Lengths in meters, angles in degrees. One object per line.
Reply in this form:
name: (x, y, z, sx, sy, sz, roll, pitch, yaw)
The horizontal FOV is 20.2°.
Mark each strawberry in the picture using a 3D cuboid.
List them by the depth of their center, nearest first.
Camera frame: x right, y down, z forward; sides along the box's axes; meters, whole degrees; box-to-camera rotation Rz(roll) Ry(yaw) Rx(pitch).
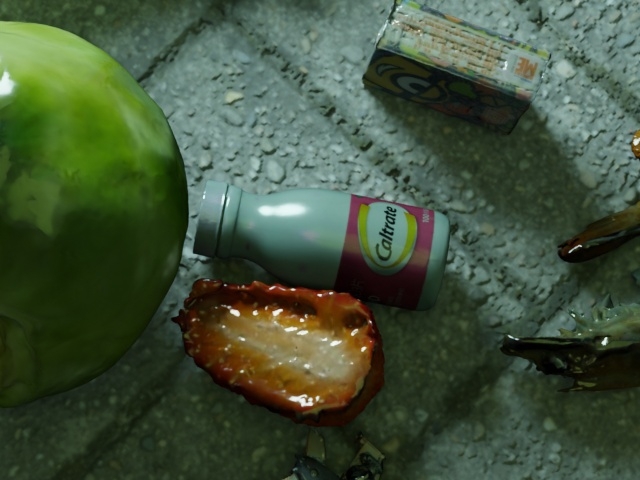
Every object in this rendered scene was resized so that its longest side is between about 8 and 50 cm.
strawberry: (-0.030, 0.089, 1.560, 0.188, 0.082, 0.121, 23, 87, 16)

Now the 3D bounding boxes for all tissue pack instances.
tissue pack: (0.118, -0.154, 1.593, 0.148, 0.108, 0.060, 20, 77, -1)

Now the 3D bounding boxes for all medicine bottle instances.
medicine bottle: (0.000, 0.000, 1.568, 0.217, 0.090, 0.090, 11, 81, -3)

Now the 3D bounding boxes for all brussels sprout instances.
brussels sprout: (-0.272, -0.032, 1.460, 0.344, 0.268, 0.344, 0, 84, 2)

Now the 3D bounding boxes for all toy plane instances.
toy plane: (0.042, 0.247, 1.550, 0.188, 0.062, 0.135, 39, 54, -1)

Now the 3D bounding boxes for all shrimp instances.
shrimp: (0.279, 0.046, 1.609, 0.253, 0.058, 0.173, -4, 74, -9)

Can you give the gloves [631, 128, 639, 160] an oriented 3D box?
gloves: (0.390, -0.060, 1.607, 0.219, 0.131, 0.140, 11, 65, 25)
